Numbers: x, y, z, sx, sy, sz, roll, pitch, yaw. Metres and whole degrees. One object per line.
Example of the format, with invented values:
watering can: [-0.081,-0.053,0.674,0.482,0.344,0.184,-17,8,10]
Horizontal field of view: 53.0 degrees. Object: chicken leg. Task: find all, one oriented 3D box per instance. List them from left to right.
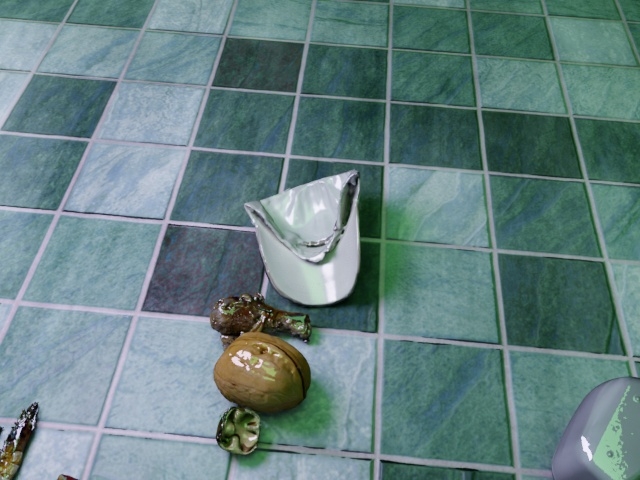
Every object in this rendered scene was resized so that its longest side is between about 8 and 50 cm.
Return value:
chicken leg: [-0.121,0.158,1.279,0.196,0.080,0.125,-6,61,-17]

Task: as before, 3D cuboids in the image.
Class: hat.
hat: [-0.147,0.336,1.134,0.076,0.059,0.077,18,70,-12]
hat: [-0.003,-0.005,1.384,0.258,0.168,0.301,-15,75,14]

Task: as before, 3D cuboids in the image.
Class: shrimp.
shrimp: [-0.552,0.351,1.124,0.091,0.034,0.161,11,52,7]

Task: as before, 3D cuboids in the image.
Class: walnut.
walnut: [-0.101,0.241,1.168,0.180,0.144,0.144,19,53,21]

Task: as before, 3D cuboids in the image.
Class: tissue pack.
tissue pack: [0.549,0.389,1.018,0.333,0.236,0.229,31,65,22]

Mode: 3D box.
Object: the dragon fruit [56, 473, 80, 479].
dragon fruit: [-0.371,0.455,1.024,0.162,0.083,0.106,31,73,0]
